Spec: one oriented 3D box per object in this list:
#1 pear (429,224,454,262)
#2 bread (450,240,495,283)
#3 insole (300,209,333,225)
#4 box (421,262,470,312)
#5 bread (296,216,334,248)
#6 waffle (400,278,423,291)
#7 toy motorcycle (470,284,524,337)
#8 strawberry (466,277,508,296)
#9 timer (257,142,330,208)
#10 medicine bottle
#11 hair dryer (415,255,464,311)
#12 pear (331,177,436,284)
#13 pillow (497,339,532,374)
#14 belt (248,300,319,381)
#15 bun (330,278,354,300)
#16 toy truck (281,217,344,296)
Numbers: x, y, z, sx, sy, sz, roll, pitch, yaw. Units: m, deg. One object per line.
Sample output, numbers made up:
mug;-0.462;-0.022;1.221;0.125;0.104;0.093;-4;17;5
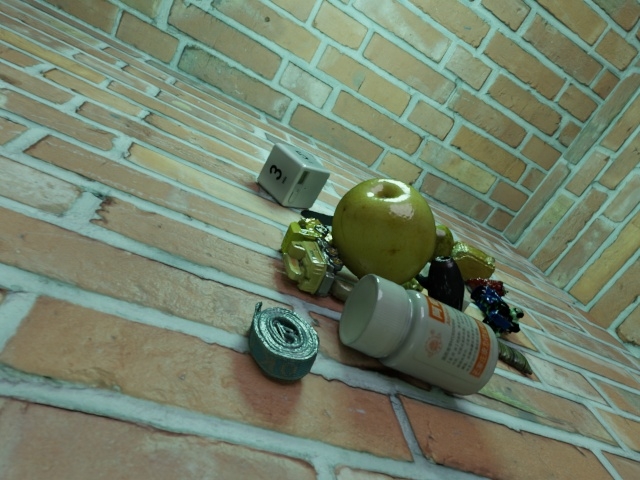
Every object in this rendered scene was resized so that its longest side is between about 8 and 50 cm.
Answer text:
pear;0.532;0.019;2.070;0.197;0.197;0.197;26;21;-11
bread;0.717;0.114;2.108;0.245;0.174;0.121;26;19;-3
insole;0.034;-0.091;1.883;0.322;0.007;0.109;5;34;-49
box;0.511;0.193;1.800;0.149;0.067;0.233;28;20;-9
bread;0.001;-0.001;1.523;0.173;0.085;0.134;43;24;30
waffle;0.274;0.079;1.725;0.297;0.073;0.317;18;26;-28
toy motorcycle;0.737;0.285;1.836;0.196;0.125;0.331;31;17;6
strawberry;0.777;0.229;2.023;0.192;0.085;0.140;26;-23;-39
timer;-0.112;-0.265;1.816;0.194;0.192;0.195;2;35;-51
medicine bottle;0.251;0.245;1.131;0.371;0.211;0.211;26;21;-15
hair dryer;0.381;0.184;1.478;0.120;0.304;0.359;-13;10;-8
pear;0.201;-0.024;1.399;0.348;0.348;0.348;26;21;-11
pillow;0.666;0.401;1.577;0.203;0.038;0.113;30;21;-1
belt;-0.080;0.218;0.926;0.147;0.082;0.163;15;27;-11
bun;0.066;0.153;1.310;0.086;0.055;0.086;26;8;-4
toy truck;-0.043;0.046;1.313;0.157;0.124;0.272;14;28;-24
